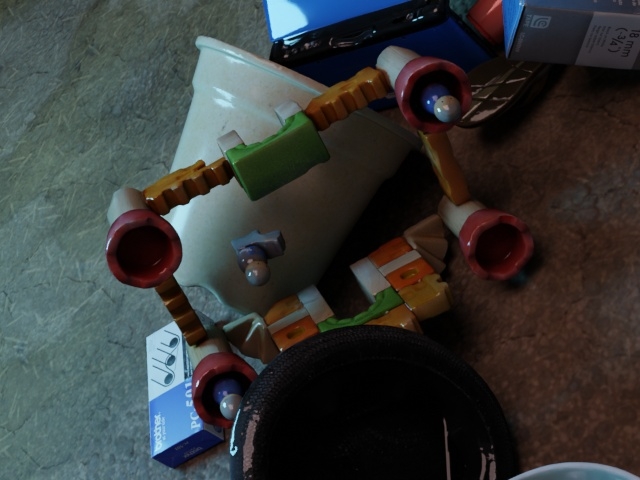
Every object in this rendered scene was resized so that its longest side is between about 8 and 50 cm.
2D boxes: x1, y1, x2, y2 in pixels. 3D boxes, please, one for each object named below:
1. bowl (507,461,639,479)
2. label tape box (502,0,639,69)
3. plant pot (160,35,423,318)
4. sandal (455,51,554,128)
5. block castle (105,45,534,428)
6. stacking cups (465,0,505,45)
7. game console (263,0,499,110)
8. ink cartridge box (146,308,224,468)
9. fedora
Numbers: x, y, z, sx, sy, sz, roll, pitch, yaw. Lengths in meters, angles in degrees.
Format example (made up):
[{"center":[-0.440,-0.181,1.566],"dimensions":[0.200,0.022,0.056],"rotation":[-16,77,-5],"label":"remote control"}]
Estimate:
[{"center":[0.255,0.382,1.279],"dimensions":[0.311,0.163,0.312],"rotation":[-23,49,29],"label":"bowl"},{"center":[0.395,-0.328,1.685],"dimensions":[0.333,0.106,0.241],"rotation":[4,54,-3],"label":"label tape box"},{"center":[-0.078,-0.064,1.822],"dimensions":[0.334,0.334,0.305],"rotation":[27,92,49],"label":"plant pot"},{"center":[0.261,-0.217,1.800],"dimensions":[0.219,0.060,0.090],"rotation":[-45,45,-15],"label":"sandal"},{"center":[0.000,0.000,1.599],"dimensions":[0.453,0.303,0.213],"rotation":[-28,25,-4],"label":"block castle"},{"center":[0.334,-0.391,1.846],"dimensions":[0.316,0.096,0.096],"rotation":[-45,41,15],"label":"stacking cups"},{"center":[0.078,-0.322,1.878],"dimensions":[0.293,0.250,0.173],"rotation":[-10,60,37],"label":"game console"},{"center":[-0.191,0.204,1.901],"dimensions":[0.097,0.046,0.207],"rotation":[-31,45,24],"label":"ink cartridge box"},{"center":[0.043,0.252,1.508],"dimensions":[0.152,0.334,0.334],"rotation":[-36,33,62],"label":"fedora"}]
